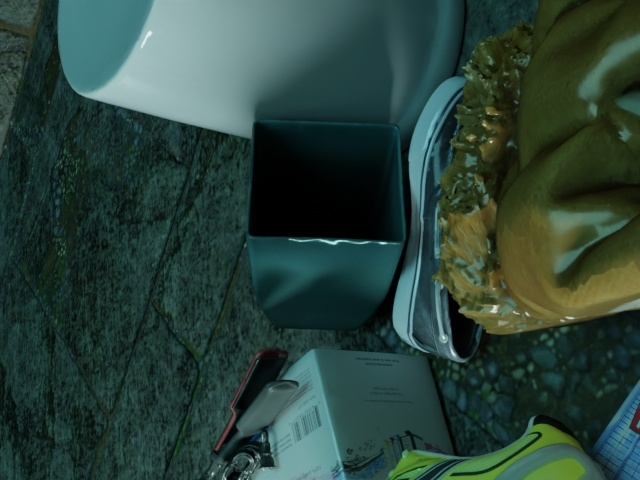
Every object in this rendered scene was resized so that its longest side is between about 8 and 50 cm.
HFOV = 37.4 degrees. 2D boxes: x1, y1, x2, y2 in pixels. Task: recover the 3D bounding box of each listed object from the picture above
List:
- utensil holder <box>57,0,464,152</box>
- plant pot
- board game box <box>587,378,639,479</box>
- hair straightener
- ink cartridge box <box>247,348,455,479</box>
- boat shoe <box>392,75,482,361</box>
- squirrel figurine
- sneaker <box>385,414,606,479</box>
[{"bbox_3d":[-0.074,-0.279,1.133,0.327,0.385,0.328,-15,71,51],"label":"utensil holder"},{"bbox_3d":[0.000,0.000,1.106,0.234,0.165,0.166,96,176,-55],"label":"plant pot"},{"bbox_3d":[0.318,0.173,0.775,0.194,0.060,0.194,32,109,52],"label":"board game box"},{"bbox_3d":[-0.085,0.223,1.037,0.230,0.047,0.089,-57,41,32],"label":"hair straightener"},{"bbox_3d":[0.038,0.262,1.044,0.171,0.168,0.233,-42,51,42],"label":"ink cartridge box"},{"bbox_3d":[0.152,-0.020,1.005,0.102,0.108,0.301,19,101,54],"label":"boat shoe"},{"bbox_3d":[0.217,-0.126,0.775,0.397,0.281,0.371,-27,70,58],"label":"squirrel figurine"},{"bbox_3d":[0.074,0.277,0.841,0.384,0.145,0.147,-19,44,10],"label":"sneaker"}]
